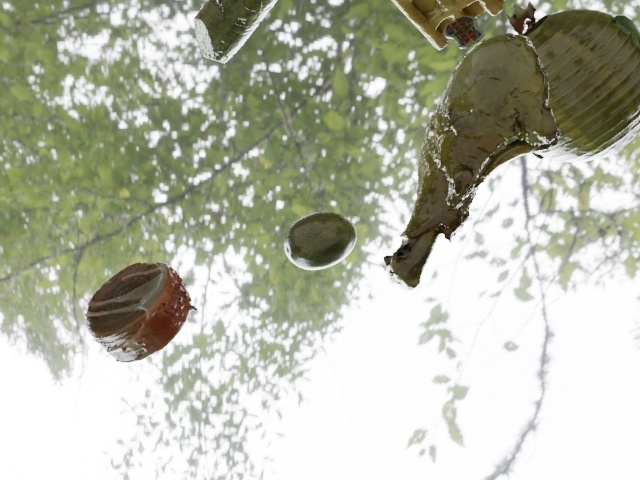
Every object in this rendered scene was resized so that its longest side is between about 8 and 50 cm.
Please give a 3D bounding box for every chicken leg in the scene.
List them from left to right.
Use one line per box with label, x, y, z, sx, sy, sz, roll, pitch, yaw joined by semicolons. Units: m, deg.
chicken leg;0.095;-0.046;0.586;0.093;0.070;0.178;30;-93;46

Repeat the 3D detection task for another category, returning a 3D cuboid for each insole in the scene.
insole;0.265;-0.388;1.696;0.065;0.006;0.193;-31;-157;11

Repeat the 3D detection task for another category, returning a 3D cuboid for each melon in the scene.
melon;0.000;0.000;1.573;0.130;0.098;0.098;-15;-117;-26

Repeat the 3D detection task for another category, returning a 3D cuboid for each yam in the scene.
yam;-0.106;-0.269;1.082;0.069;0.146;0.070;28;-141;-26

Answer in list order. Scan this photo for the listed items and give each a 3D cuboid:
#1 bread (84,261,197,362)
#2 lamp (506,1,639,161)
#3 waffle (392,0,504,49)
bread;-0.266;0.104;1.350;0.160;0.073;0.160;-22;-146;16
lamp;0.385;-0.258;1.438;0.284;0.250;0.250;45;-120;-12
waffle;0.292;-0.572;1.900;0.304;0.348;0.078;33;-141;-43
